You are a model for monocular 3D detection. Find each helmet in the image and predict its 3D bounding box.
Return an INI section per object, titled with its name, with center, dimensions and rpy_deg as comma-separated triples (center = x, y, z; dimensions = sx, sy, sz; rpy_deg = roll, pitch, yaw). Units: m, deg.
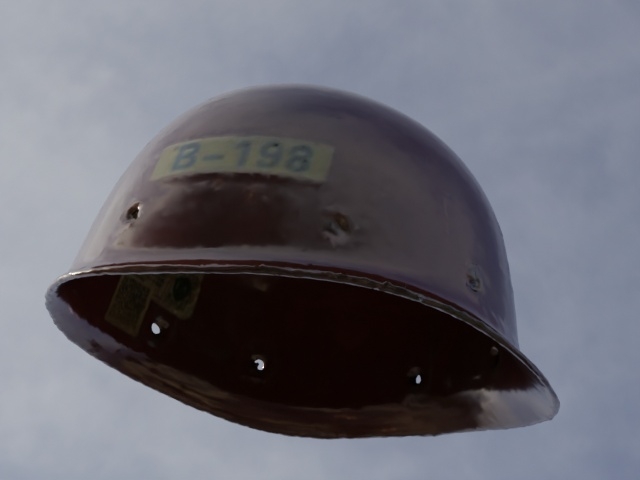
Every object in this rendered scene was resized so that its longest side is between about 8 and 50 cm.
[helmet]
center = 0.000, 0.000, 0.996
dimensions = 0.384, 0.337, 0.230
rpy_deg = 0, -118, 22
